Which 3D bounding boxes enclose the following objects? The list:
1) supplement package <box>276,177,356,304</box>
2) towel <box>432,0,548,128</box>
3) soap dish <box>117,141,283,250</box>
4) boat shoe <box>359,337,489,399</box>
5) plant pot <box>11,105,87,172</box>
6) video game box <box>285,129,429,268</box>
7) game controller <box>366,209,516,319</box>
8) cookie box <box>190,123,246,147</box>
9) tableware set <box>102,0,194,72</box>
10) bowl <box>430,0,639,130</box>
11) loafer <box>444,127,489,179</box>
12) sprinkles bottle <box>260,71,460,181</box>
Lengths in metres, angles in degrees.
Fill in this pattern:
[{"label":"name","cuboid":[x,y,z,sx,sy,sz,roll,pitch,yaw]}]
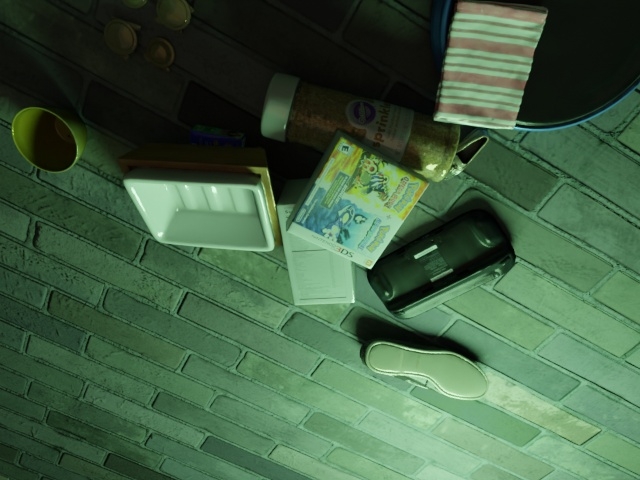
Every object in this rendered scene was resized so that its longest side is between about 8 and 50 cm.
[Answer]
[{"label":"supplement package","cuboid":[0.000,0.000,0.990,0.139,0.133,0.243,-3,119,7]},{"label":"towel","cuboid":[0.275,-0.285,0.766,0.144,0.029,0.196,7,121,4]},{"label":"soap dish","cuboid":[-0.225,-0.089,0.938,0.291,0.118,0.228,5,143,8]},{"label":"boat shoe","cuboid":[0.260,0.316,1.179,0.336,0.095,0.112,17,85,-7]},{"label":"plant pot","cuboid":[-0.540,-0.220,0.954,0.135,0.095,0.134,3,120,6]},{"label":"video game box","cuboid":[0.064,-0.067,0.847,0.187,0.048,0.205,23,114,-18]},{"label":"game controller","cuboid":[0.266,0.061,1.046,0.319,0.067,0.166,-31,97,21]},{"label":"cookie box","cuboid":[-0.214,-0.185,0.965,0.107,0.040,0.091,11,122,0]},{"label":"tableware set","cuboid":[-0.324,-0.405,0.865,0.141,0.020,0.168,27,118,-11]},{"label":"bowl","cuboid":[0.385,-0.369,0.766,0.392,0.077,0.390,3,120,5]},{"label":"loafer","cuboid":[0.282,-0.168,0.914,0.045,0.039,0.125,33,118,-13]},{"label":"sprinkles bottle","cuboid":[0.072,-0.211,0.870,0.356,0.121,0.121,14,120,-2]}]
